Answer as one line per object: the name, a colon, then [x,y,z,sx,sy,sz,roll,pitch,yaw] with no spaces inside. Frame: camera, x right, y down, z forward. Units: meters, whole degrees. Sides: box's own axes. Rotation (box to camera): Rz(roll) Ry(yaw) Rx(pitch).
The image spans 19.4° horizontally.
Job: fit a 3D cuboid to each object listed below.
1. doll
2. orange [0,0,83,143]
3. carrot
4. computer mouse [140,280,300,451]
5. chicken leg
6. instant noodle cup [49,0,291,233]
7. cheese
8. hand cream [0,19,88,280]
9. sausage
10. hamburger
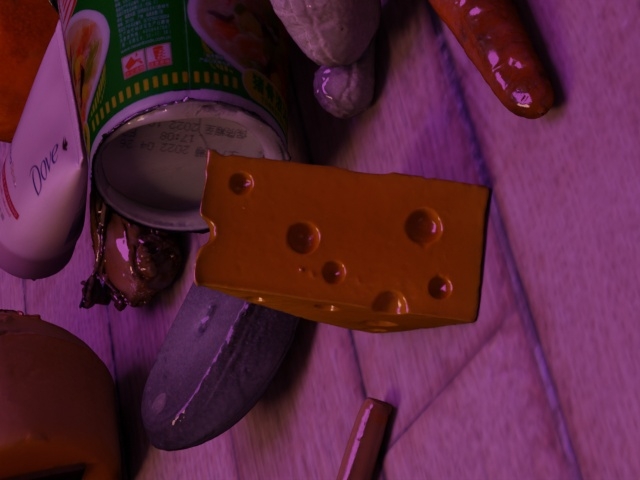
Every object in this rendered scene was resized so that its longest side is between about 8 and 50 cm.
doll: [0.005,-0.186,1.312,0.071,0.214,0.103,3,40,32]
orange: [-0.251,-0.220,1.663,0.226,0.284,0.284,38,117,20]
carrot: [0.103,-0.148,1.212,0.061,0.061,0.209,-58,37,31]
computer mouse: [-0.056,0.060,1.398,0.113,0.068,0.229,17,77,58]
chicken leg: [-0.171,-0.026,1.633,0.125,0.080,0.196,120,150,-49]
instant noodle cup: [-0.107,-0.134,1.409,0.207,0.207,0.232,-50,36,40]
cheese: [0.000,0.000,1.209,0.126,0.171,0.093,-12,68,60]
hand cream: [-0.228,-0.057,1.574,0.248,0.083,0.133,115,145,-54]
sausage: [0.020,0.170,1.257,0.024,0.024,0.132,25,100,61]
hamburger: [-0.312,0.178,1.579,0.300,0.300,0.176,-56,49,34]
